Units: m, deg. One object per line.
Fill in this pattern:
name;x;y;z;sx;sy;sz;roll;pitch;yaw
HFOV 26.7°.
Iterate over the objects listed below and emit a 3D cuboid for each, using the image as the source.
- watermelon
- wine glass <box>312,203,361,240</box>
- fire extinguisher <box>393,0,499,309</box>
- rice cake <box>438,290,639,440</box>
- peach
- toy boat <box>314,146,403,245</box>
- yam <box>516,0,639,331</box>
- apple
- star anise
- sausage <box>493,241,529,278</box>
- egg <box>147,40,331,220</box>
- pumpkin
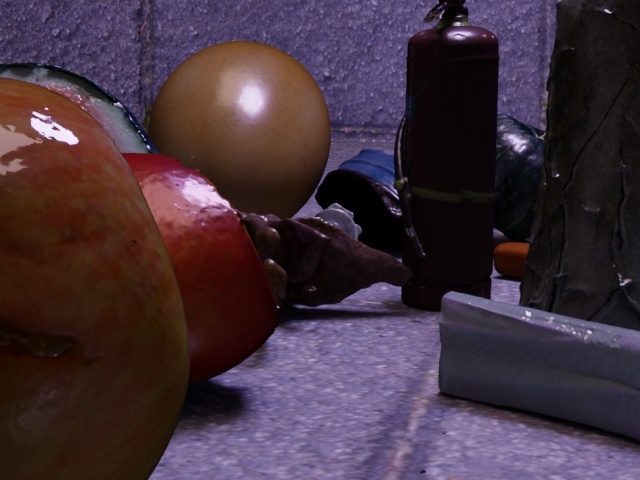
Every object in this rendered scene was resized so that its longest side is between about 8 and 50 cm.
watermelon;-0.303;-0.096;1.611;0.226;0.318;0.148;-55;9;-31
wine glass;0.000;0.000;1.580;0.072;0.072;0.155;3;8;13
fire extinguisher;0.125;-0.102;1.366;0.105;0.341;0.141;3;11;18
rice cake;0.179;0.092;0.987;0.221;0.080;0.042;10;10;43
peach;-0.134;0.025;1.045;0.226;0.190;0.196;-3;-6;17
toy boat;0.100;-0.062;1.789;0.142;0.129;0.309;-17;14;-20
yam;0.274;-0.037;1.111;0.241;0.348;0.241;6;-2;0
apple;-0.204;0.049;0.691;0.264;0.264;0.264;1;9;0
star anise;-0.079;0.021;1.327;0.292;0.109;0.349;-6;9;-43
sausage;0.257;0.027;1.521;0.131;0.041;0.039;8;7;39
egg;-0.112;-0.135;1.830;0.250;0.250;0.322;1;30;4
pumpkin;0.271;-0.080;1.742;0.211;0.152;0.211;44;9;-9
